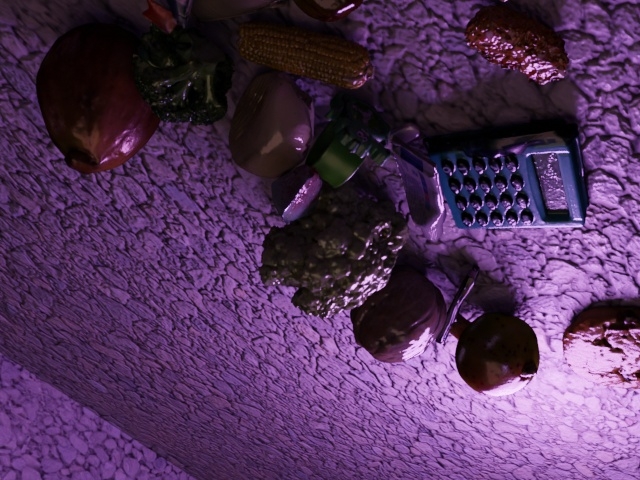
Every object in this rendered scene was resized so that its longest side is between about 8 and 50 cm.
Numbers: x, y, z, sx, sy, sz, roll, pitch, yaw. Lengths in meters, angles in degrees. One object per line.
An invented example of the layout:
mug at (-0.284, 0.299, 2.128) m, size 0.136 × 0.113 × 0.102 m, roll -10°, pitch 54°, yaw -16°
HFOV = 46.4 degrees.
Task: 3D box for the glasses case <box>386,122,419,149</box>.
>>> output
glasses case at (0.143, -0.189, 1.357) m, size 0.032 × 0.021 × 0.083 m, roll 39°, pitch 140°, yaw -26°

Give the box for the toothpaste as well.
toothpaste at (0.195, -0.088, 1.421) m, size 0.099 × 0.068 × 0.282 m, roll 9°, pitch 151°, yaw 21°

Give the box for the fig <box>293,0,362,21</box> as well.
fig at (-0.005, -0.390, 1.080) m, size 0.109 × 0.103 × 0.154 m, roll -41°, pitch 109°, yaw 11°

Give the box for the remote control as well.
remote control at (0.305, 0.145, 1.666) m, size 0.028 × 0.059 × 0.212 m, roll 29°, pitch 127°, yaw 14°

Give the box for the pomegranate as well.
pomegranate at (0.386, 0.241, 1.721) m, size 0.246 × 0.198 × 0.198 m, roll 46°, pitch 149°, yaw 16°

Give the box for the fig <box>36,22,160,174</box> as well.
fig at (-0.398, -0.254, 1.338) m, size 0.224 × 0.224 × 0.263 m, roll 9°, pitch 102°, yaw 12°

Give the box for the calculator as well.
calculator at (0.338, -0.108, 1.354) m, size 0.274 × 0.058 × 0.248 m, roll -1°, pitch 140°, yaw 27°

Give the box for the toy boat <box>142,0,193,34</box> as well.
toy boat at (-0.206, -0.459, 1.072) m, size 0.219 × 0.072 × 0.318 m, roll 44°, pitch 134°, yaw -17°

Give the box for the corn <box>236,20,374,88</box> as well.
corn at (-0.025, -0.306, 1.220) m, size 0.238 × 0.080 × 0.080 m, roll 18°, pitch 146°, yaw 5°

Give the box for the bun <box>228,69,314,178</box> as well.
bun at (-0.073, -0.205, 1.315) m, size 0.128 × 0.178 × 0.193 m, roll 13°, pitch 135°, yaw -28°

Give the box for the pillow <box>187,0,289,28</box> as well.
pillow at (-0.146, -0.399, 1.163) m, size 0.208 × 0.053 × 0.119 m, roll -4°, pitch 141°, yaw 30°

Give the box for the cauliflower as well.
cauliflower at (0.011, -0.005, 1.494) m, size 0.281 × 0.327 × 0.260 m, roll 50°, pitch 143°, yaw 33°

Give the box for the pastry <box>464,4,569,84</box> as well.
pastry at (0.296, -0.298, 1.109) m, size 0.169 × 0.063 × 0.087 m, roll 23°, pitch 154°, yaw -17°

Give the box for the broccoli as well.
broccoli at (-0.224, -0.284, 1.255) m, size 0.195 × 0.195 × 0.156 m, roll 30°, pitch 139°, yaw -18°

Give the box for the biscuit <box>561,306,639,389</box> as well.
biscuit at (0.688, 0.253, 1.689) m, size 0.296 × 0.075 × 0.296 m, roll 11°, pitch 145°, yaw 8°

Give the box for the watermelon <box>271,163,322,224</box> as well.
watermelon at (-0.037, -0.083, 1.313) m, size 0.081 × 0.094 × 0.180 m, roll 59°, pitch -179°, yaw 5°

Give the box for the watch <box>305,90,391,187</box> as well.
watch at (0.034, -0.165, 1.313) m, size 0.131 × 0.165 × 0.152 m, roll 35°, pitch 126°, yaw -18°

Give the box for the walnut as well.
walnut at (0.171, 0.167, 1.667) m, size 0.224 × 0.224 × 0.224 m, roll 12°, pitch 145°, yaw 8°
